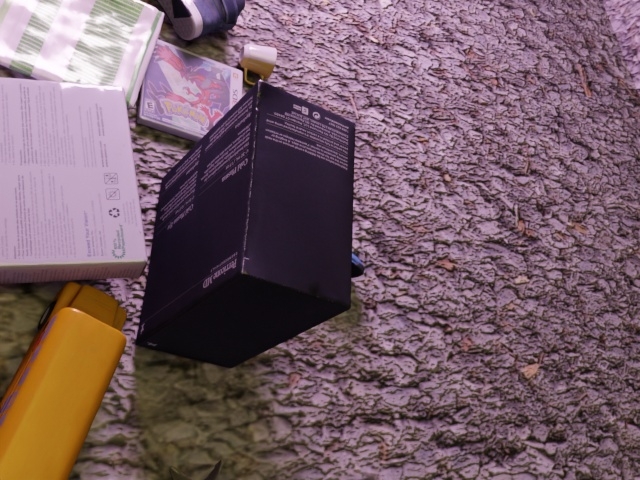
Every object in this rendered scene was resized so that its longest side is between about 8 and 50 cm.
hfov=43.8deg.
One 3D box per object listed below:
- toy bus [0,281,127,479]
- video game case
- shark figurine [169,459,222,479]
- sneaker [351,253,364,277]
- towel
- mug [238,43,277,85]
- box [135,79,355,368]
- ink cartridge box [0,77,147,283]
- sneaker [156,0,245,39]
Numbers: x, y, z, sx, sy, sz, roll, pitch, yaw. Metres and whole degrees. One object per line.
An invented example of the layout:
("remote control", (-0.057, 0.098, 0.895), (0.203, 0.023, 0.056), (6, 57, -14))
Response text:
("toy bus", (-0.360, 0.208, 1.075), (0.108, 0.130, 0.333), (32, 53, -21))
("video game case", (-0.236, -0.268, 1.474), (0.201, 0.023, 0.183), (15, 60, -31))
("shark figurine", (-0.240, 0.415, 1.078), (0.278, 0.116, 0.166), (-14, 79, -38))
("sneaker", (0.000, 0.000, 1.489), (0.209, 0.069, 0.082), (28, 50, -23))
("towel", (-0.442, -0.369, 1.347), (0.325, 0.038, 0.248), (22, 57, -22))
("mug", (-0.126, -0.353, 1.575), (0.064, 0.062, 0.078), (13, 55, -23))
("box", (-0.117, -0.007, 1.222), (0.179, 0.343, 0.312), (20, 58, -29))
("ink cartridge box", (-0.441, -0.093, 1.177), (0.330, 0.071, 0.324), (-1, 63, -24))
("sneaker", (-0.243, -0.498, 1.538), (0.163, 0.086, 0.226), (-27, 87, -40))
